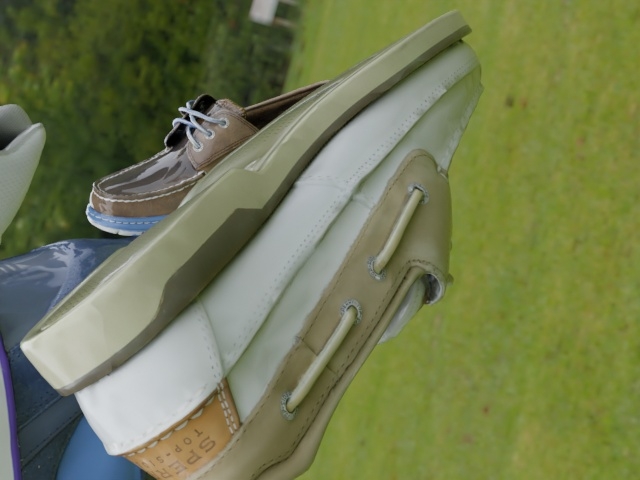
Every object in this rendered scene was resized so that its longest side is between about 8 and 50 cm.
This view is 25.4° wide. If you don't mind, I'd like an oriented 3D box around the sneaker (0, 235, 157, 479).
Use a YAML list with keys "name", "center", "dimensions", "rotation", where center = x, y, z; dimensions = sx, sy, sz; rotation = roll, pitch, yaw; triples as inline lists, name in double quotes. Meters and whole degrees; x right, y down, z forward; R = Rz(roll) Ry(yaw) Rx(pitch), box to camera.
- name: "sneaker"
  center: [-0.104, 0.158, 0.740]
  dimensions: [0.130, 0.236, 0.322]
  rotation: [0, 95, 46]

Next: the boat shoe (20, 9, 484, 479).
- name: "boat shoe"
  center: [0.000, 0.000, 0.612]
  dimensions: [0.113, 0.103, 0.302]
  rotation: [-30, 11, 44]

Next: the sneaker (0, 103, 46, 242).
- name: "sneaker"
  center: [-0.286, -0.068, 0.807]
  dimensions: [0.111, 0.297, 0.129]
  rotation: [38, 99, 37]

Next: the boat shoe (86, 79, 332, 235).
- name: "boat shoe"
  center: [-0.063, -0.057, 0.882]
  dimensions: [0.066, 0.183, 0.066]
  rotation: [32, 135, 49]
